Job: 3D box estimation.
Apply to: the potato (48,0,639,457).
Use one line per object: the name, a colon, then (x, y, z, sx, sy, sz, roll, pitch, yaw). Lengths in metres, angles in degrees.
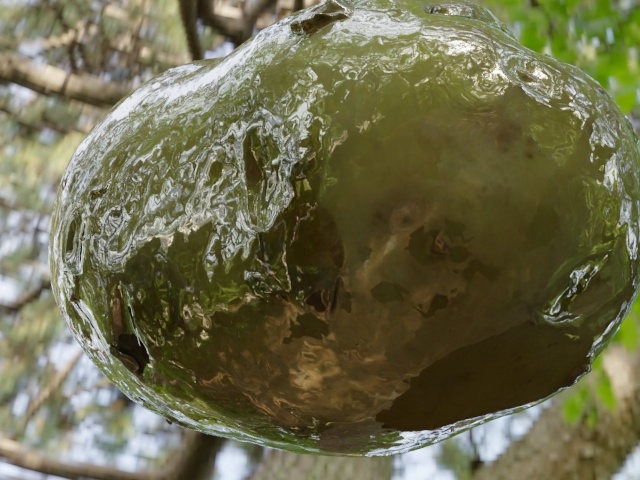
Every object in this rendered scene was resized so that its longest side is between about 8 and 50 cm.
potato: (0.000, 0.000, 0.705, 0.262, 0.165, 0.165, -14, -55, 49)
